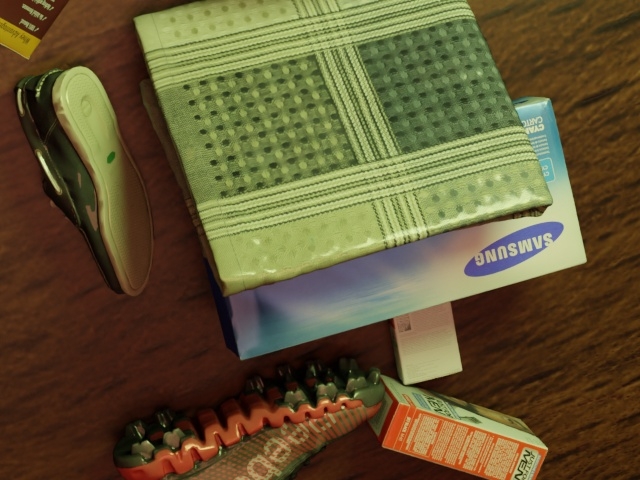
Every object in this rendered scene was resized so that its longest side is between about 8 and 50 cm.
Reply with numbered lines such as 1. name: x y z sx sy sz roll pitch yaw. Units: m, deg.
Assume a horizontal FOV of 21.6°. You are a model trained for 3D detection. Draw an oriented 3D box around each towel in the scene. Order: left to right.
1. towel: 0.012 -0.112 1.526 0.324 0.056 0.312 -14 62 -12

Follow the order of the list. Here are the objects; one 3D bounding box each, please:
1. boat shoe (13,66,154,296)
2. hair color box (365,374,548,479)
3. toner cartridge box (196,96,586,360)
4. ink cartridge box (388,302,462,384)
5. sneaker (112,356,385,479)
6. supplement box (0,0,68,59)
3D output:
1. boat shoe: -0.220 -0.053 1.586 0.079 0.084 0.233 -6 117 28
2. hair color box: 0.135 0.194 1.701 0.167 0.093 0.053 20 99 -16
3. toner cartridge box: 0.064 -0.015 1.580 0.348 0.075 0.165 -16 100 -10
4. ink cartridge box: 0.102 0.083 1.701 0.063 0.029 0.115 -13 104 -8
5. sneaker: -0.059 0.209 1.661 0.276 0.097 0.135 -20 106 -5
6. supplement box: -0.280 -0.287 1.427 0.129 0.191 0.194 37 94 18
